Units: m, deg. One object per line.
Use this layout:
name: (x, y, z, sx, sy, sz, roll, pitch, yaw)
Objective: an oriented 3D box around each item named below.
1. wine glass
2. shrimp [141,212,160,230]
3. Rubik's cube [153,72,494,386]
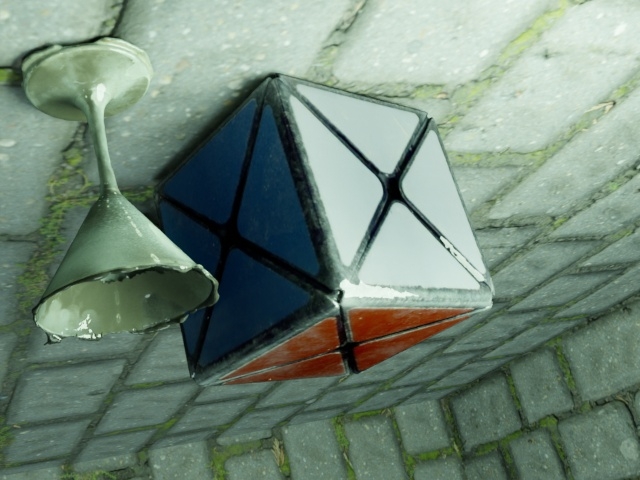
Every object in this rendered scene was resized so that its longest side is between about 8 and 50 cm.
wine glass: (-0.182, -0.046, 0.689, 0.156, 0.232, 0.156, -14, 158, -6)
shrimp: (-0.222, 0.005, 1.018, 0.073, 0.075, 0.190, 12, 157, 23)
Rubik's cube: (0.000, 0.000, 0.897, 0.254, 0.260, 0.259, 4, 154, -44)
